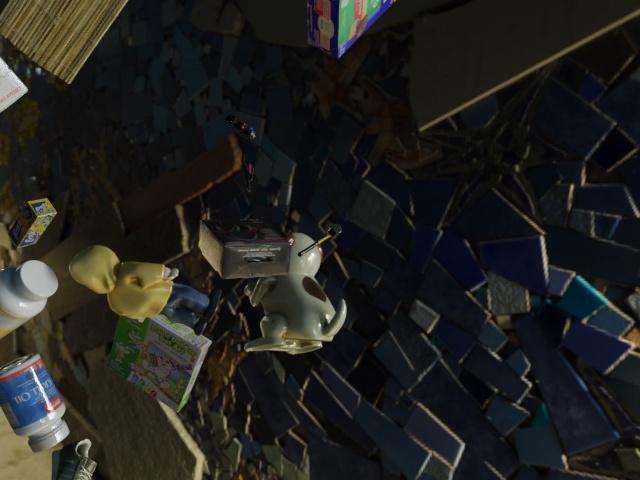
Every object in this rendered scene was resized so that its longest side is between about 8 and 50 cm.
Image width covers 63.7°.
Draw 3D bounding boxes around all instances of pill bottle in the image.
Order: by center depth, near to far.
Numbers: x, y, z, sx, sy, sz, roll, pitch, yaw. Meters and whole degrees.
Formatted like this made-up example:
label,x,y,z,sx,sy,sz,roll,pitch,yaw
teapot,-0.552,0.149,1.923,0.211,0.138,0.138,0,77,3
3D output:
label,x,y,z,sx,sy,sz,roll,pitch,yaw
pill bottle,-0.583,0.112,0.961,0.184,0.103,0.103,-31,4,18
pill bottle,-0.718,0.405,1.283,0.124,0.221,0.124,-21,10,4

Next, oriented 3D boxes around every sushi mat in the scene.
label,x,y,z,sx,sy,sz,roll,pitch,yaw
sushi mat,-0.410,-0.434,0.875,0.151,0.316,0.019,39,17,-18

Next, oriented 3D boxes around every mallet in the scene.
label,x,y,z,sx,sy,sz,roll,pitch,yaw
mallet,0.000,0.000,1.628,0.039,0.062,0.190,50,41,8

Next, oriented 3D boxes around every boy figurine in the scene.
label,x,y,z,sx,sy,sz,roll,pitch,yaw
boy figurine,-0.352,0.102,1.028,0.285,0.177,0.092,24,39,-16

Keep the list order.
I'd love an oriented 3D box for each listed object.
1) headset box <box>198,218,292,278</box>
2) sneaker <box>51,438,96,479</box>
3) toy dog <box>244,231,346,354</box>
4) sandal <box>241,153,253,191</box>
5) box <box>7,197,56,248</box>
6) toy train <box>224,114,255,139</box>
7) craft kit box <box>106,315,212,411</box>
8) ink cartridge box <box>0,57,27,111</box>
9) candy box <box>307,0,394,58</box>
label,x,y,z,sx,sy,sz,roll,pitch,yaw
headset box,-0.237,0.024,1.622,0.218,0.110,0.293,-2,20,-28
sneaker,-0.550,0.527,1.162,0.086,0.064,0.192,-26,36,-15
toy dog,-0.102,0.169,1.819,0.285,0.407,0.395,10,-26,-38
sandal,-0.294,-0.279,2.129,0.040,0.179,0.067,-15,-25,1
box,-0.808,-0.047,1.441,0.169,0.054,0.059,-39,-6,33
toy train,-0.265,-0.379,1.714,0.158,0.036,0.027,40,-3,34
craft kit box,-0.443,0.309,1.400,0.250,0.246,0.061,29,24,8
ink cartridge box,-0.789,-0.384,1.203,0.063,0.150,0.109,18,59,38
candy box,0.102,-0.710,1.416,0.122,0.317,0.268,34,-21,14
